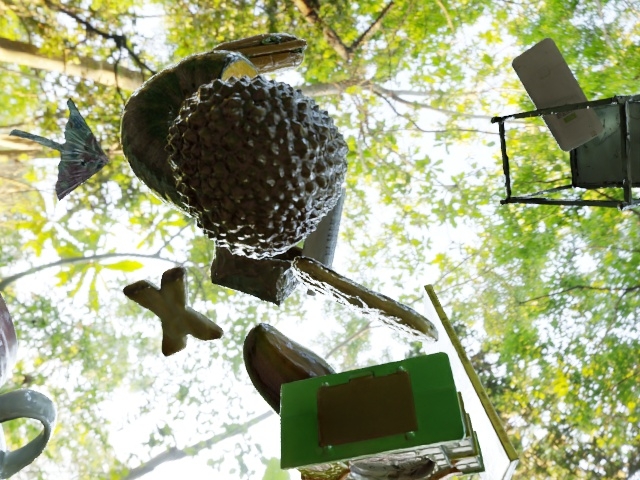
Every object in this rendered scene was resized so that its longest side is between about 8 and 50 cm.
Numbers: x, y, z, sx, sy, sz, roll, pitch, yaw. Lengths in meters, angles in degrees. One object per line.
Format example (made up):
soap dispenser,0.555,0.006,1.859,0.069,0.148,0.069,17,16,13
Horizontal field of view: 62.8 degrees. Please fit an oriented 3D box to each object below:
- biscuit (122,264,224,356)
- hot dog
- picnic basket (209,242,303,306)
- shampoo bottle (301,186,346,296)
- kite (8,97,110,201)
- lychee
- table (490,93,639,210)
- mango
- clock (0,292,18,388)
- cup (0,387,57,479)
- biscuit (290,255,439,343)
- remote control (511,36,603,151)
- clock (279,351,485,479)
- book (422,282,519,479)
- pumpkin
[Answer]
biscuit,-0.333,0.162,1.200,0.164,0.047,0.208,-19,-65,13
hot dog,-0.150,-0.455,1.280,0.100,0.249,0.068,69,-23,6
picnic basket,-0.153,-0.009,1.550,0.292,0.337,0.338,18,-65,5
shampoo bottle,0.000,0.000,1.403,0.092,0.092,0.304,19,-77,39
kite,-0.337,-0.120,0.690,0.011,0.156,0.139,2,-96,25
lychee,-0.098,-0.112,0.761,0.267,0.267,0.268,11,-74,41
table,0.611,-0.202,1.174,0.335,0.272,0.223,-168,-112,-66
mango,-0.038,0.260,0.950,0.267,0.133,0.111,48,-21,0
clock,-0.424,0.069,0.559,0.244,0.056,0.245,13,-59,23
cup,-0.531,0.303,0.761,0.227,0.300,0.257,-112,-164,-48
biscuit,0.062,0.093,0.786,0.247,0.029,0.118,25,-21,16
remote control,0.538,-0.330,1.194,0.103,0.034,0.250,-31,-86,28
clock,0.096,0.273,0.705,0.219,0.255,0.106,-16,-133,15
book,0.288,0.303,1.067,0.263,0.028,0.374,78,-5,-49
pumpkin,-0.254,-0.205,1.025,0.232,0.242,0.325,10,-111,23
